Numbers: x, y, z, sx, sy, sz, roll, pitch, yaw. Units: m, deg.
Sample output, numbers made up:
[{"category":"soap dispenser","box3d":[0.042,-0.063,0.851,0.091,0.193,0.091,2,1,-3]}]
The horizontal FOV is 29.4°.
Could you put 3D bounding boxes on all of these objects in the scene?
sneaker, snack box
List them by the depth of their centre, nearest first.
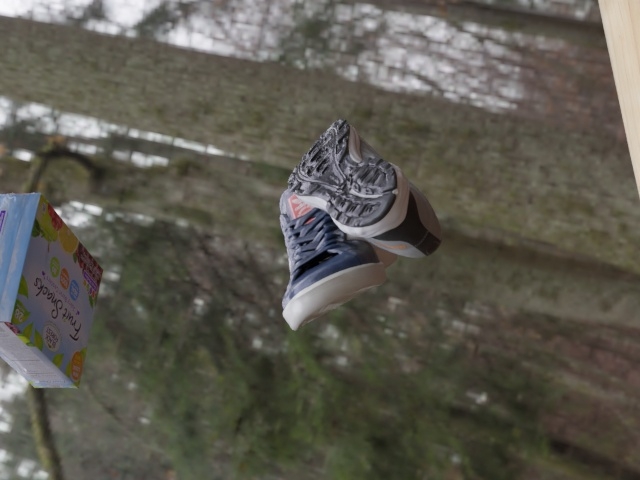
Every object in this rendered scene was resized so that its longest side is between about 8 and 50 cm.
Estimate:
[{"category":"sneaker","box3d":[0.046,-0.050,1.331,0.108,0.271,0.100,37,-84,-28]},{"category":"sneaker","box3d":[0.000,0.000,1.442,0.148,0.131,0.350,62,-171,-3]},{"category":"snack box","box3d":[-0.349,0.066,1.506,0.207,0.070,0.175,65,-152,-58]}]

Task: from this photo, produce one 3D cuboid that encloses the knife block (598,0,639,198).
[{"category":"knife block","box3d":[0.243,-0.040,0.739,0.088,0.275,0.242,8,-70,-30]}]
